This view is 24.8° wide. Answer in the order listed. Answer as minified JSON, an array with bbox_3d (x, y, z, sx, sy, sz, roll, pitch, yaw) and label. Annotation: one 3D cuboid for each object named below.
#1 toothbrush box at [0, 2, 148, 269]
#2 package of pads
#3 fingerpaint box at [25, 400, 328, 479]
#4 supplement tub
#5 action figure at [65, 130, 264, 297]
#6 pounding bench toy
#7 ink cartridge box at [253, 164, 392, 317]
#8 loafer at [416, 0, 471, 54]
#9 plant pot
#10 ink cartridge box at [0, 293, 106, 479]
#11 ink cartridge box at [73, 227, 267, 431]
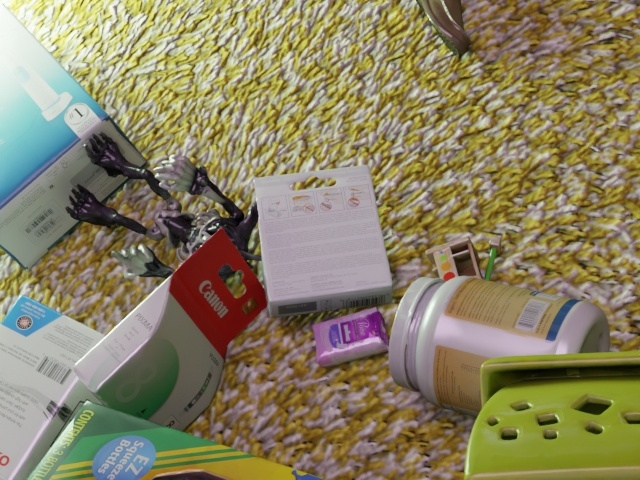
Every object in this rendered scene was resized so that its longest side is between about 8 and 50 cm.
[{"bbox_3d":[-0.404,-0.141,1.910,0.216,0.126,0.295,-43,56,-5],"label":"toothbrush box"},{"bbox_3d":[0.033,0.111,1.649,0.083,0.032,0.050,-16,59,12],"label":"package of pads"},{"bbox_3d":[-0.174,0.398,1.330,0.371,0.163,0.445,14,51,29],"label":"fingerpaint box"},{"bbox_3d":[0.187,0.117,1.517,0.200,0.144,0.144,13,66,27],"label":"supplement tub"},{"bbox_3d":[-0.183,-0.020,1.739,0.276,0.141,0.164,26,90,25],"label":"action figure"},{"bbox_3d":[0.170,0.036,1.628,0.083,0.052,0.065,-20,56,9],"label":"pounding bench toy"},{"bbox_3d":[0.000,0.000,1.701,0.145,0.045,0.179,-7,53,-3],"label":"ink cartridge box"},{"bbox_3d":[0.155,-0.293,1.825,0.050,0.056,0.148,-33,55,8],"label":"loafer"},{"bbox_3d":[0.250,0.229,1.339,0.228,0.227,0.207,-4,33,8],"label":"plant pot"},{"bbox_3d":[-0.342,0.187,1.717,0.148,0.086,0.203,23,72,30],"label":"ink cartridge box"},{"bbox_3d":[-0.148,0.117,1.626,0.225,0.181,0.056,-42,56,-8],"label":"ink cartridge box"}]
